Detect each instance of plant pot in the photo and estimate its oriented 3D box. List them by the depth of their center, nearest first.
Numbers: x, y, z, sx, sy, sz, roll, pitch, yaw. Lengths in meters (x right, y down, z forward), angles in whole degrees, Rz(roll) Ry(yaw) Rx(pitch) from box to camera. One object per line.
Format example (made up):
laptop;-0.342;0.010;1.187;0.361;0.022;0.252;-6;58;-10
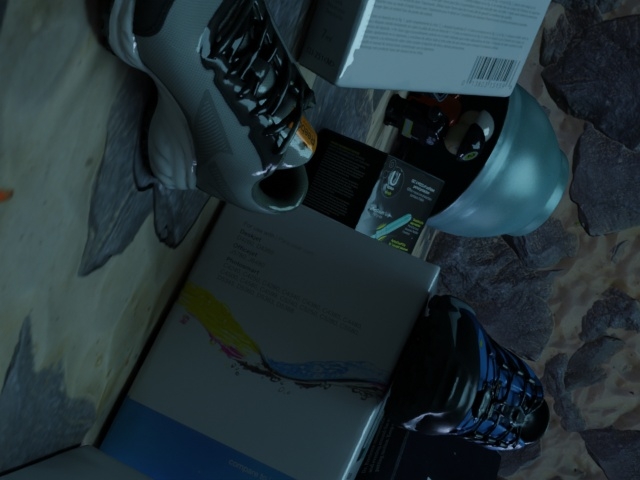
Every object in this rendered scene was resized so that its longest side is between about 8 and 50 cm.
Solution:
plant pot;0.296;-0.123;1.684;0.293;0.196;0.293;-47;-153;33

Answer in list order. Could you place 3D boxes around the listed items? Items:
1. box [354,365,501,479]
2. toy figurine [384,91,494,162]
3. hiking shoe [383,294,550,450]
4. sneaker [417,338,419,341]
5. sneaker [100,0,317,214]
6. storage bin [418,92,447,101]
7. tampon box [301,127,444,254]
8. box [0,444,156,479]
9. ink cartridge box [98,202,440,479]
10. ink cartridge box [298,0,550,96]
box;-0.001;0.336;1.104;0.313;0.179;0.343;-17;-150;35
toy figurine;0.207;-0.234;1.448;0.209;0.148;0.213;-68;169;18
hiking shoe;0.136;0.119;0.828;0.304;0.132;0.113;25;88;-79
sneaker;0.127;0.141;1.711;0.202;0.185;0.483;-70;161;-6
sneaker;-0.049;-0.100;0.567;0.100;0.108;0.271;-60;167;-20
storage bin;0.121;-0.258;1.070;0.180;0.084;0.122;-66;158;-2
tampon box;0.041;-0.025;1.107;0.120;0.101;0.161;19;97;-50
box;-0.176;0.354;0.685;0.345;0.215;0.168;-66;170;2
ink cartridge box;-0.035;0.120;0.898;0.198;0.197;0.270;68;46;-76
ink cartridge box;0.126;-0.255;0.909;0.275;0.060;0.239;-5;123;-46
